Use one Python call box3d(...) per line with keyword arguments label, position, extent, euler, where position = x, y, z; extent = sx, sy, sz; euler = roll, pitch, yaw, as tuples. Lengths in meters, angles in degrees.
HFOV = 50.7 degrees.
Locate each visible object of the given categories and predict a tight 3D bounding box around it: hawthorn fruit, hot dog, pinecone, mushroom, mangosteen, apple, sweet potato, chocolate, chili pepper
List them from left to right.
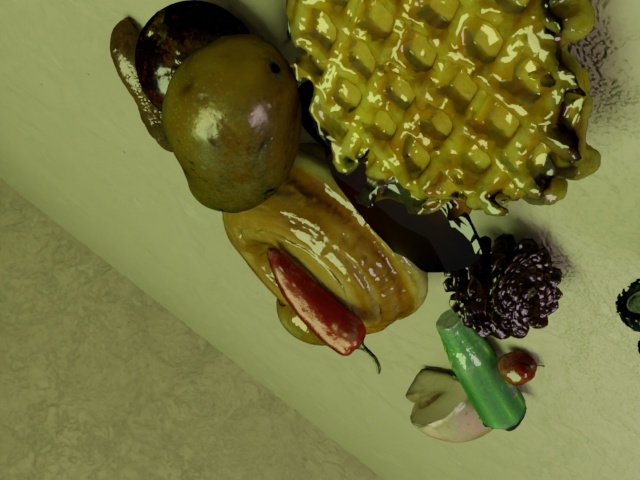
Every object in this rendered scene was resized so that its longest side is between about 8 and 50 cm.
box3d(label="sweet potato", position=(-0.324, -0.276, 1.356), extent=(0.114, 0.092, 0.341), euler=(55, 168, 35))
box3d(label="mangosteen", position=(-0.191, -0.278, 1.066), extent=(0.192, 0.192, 0.217), euler=(48, -173, -20))
box3d(label="apple", position=(-0.010, 0.146, 1.542), extent=(0.182, 0.182, 0.155), euler=(29, 126, 24))
box3d(label="chili pepper", position=(0.004, 0.117, 1.105), extent=(0.272, 0.071, 0.063), euler=(45, -167, -1))
box3d(label="hot dog", position=(0.121, -0.116, 0.958), extent=(0.194, 0.107, 0.326), euler=(-18, 107, 47))
box3d(label="mushroom", position=(0.305, 0.409, 1.553), extent=(0.173, 0.162, 0.236), euler=(48, 157, -15))
box3d(label="chocolate", position=(0.312, 0.252, 1.345), extent=(0.110, 0.110, 0.291), euler=(8, 139, 51))
box3d(label="pinecone", position=(0.260, 0.064, 1.015), extent=(0.163, 0.163, 0.165), euler=(49, 171, -21))
box3d(label="hawthorn fruit", position=(0.378, 0.233, 1.259), extent=(0.067, 0.067, 0.103), euler=(42, 145, -4))

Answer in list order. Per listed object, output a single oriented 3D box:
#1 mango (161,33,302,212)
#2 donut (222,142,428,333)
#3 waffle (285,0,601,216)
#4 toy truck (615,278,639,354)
box3d(label="mango", position=(-0.122, -0.139, 0.953), extent=(0.176, 0.175, 0.329), euler=(35, 147, 22))
box3d(label="donut", position=(0.000, 0.000, 1.228), extent=(0.449, 0.198, 0.449), euler=(34, 155, 18))
box3d(label="waffle", position=(0.114, -0.198, 0.745), extent=(0.382, 0.095, 0.379), euler=(9, 128, 42))
box3d(label="toy truck", position=(0.465, 0.086, 0.774), extent=(0.208, 0.126, 0.113), euler=(-1, 134, 51))
